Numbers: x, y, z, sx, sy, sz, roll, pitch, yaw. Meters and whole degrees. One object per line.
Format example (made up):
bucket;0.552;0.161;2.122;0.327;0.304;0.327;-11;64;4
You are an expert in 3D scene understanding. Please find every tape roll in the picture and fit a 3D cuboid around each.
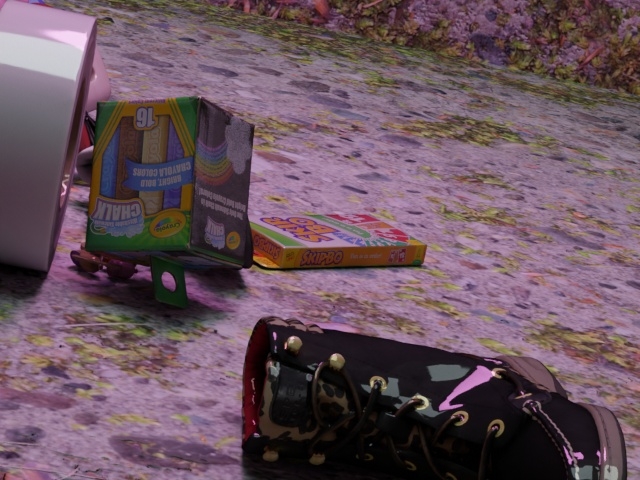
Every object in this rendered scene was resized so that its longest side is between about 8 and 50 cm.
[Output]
tape roll;-0.314;-0.113;1.735;0.100;0.286;0.286;10;16;-6

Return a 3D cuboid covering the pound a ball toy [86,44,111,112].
pound a ball toy;-0.431;-0.186;2.236;0.208;0.136;0.319;-14;10;21

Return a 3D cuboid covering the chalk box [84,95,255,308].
chalk box;-0.163;-0.036;1.736;0.132;0.213;0.132;1;-10;25

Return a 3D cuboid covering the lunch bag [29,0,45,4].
lunch bag;-0.546;-0.269;2.188;0.293;0.138;0.221;-24;9;26

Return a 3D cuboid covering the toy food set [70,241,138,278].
toy food set;-0.240;0.024;1.810;0.077;0.019;0.122;14;8;4

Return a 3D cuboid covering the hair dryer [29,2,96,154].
hair dryer;-0.331;-0.198;2.059;0.080;0.224;0.293;-26;-14;19

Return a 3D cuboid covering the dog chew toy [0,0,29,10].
dog chew toy;-0.482;-0.213;1.885;0.207;0.331;0.207;51;20;-26

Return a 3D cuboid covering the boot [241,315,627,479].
boot;0.084;0.162;1.363;0.284;0.138;0.377;11;12;-9

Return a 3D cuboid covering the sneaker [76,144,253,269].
sneaker;-0.193;-0.040;1.927;0.146;0.123;0.330;-16;29;-24

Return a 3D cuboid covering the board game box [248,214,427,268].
board game box;0.000;0.000;2.049;0.259;0.039;0.124;-4;22;-38
